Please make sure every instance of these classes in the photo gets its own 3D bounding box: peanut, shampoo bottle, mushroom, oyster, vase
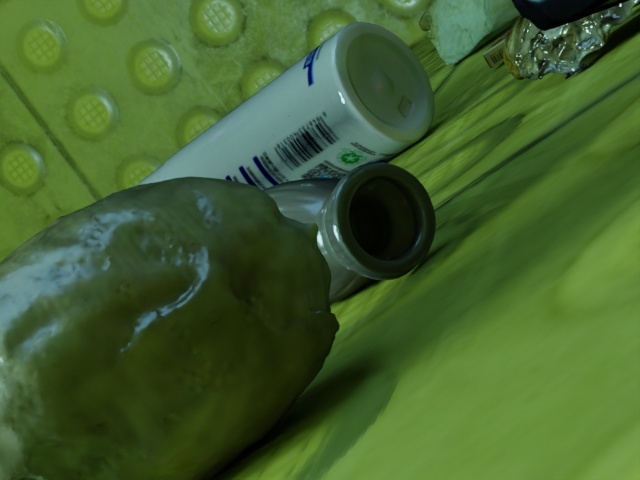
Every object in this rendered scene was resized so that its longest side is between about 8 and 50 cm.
[{"bbox_3d":[-0.090,0.056,0.442,0.214,0.099,0.099,-33,6,20],"label":"peanut"},{"bbox_3d":[-0.051,-0.048,1.053,0.303,0.092,0.092,-31,8,44],"label":"shampoo bottle"},{"bbox_3d":[0.185,-0.244,1.295,0.107,0.087,0.333,-36,0,-40],"label":"mushroom"},{"bbox_3d":[0.144,-0.127,0.746,0.148,0.051,0.103,-45,-7,34],"label":"oyster"},{"bbox_3d":[0.000,0.000,0.564,0.053,0.053,0.101,-39,11,-28],"label":"vase"}]

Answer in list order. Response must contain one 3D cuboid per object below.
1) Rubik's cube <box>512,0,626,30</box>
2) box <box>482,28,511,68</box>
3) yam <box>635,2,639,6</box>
[{"bbox_3d":[0.162,-0.275,0.503,0.293,0.283,0.288,-35,-5,36],"label":"Rubik's cube"},{"bbox_3d":[0.166,-0.163,1.072,0.093,0.015,0.058,-32,9,32],"label":"box"},{"bbox_3d":[0.202,-0.156,0.773,0.116,0.021,0.021,-29,9,45],"label":"yam"}]
